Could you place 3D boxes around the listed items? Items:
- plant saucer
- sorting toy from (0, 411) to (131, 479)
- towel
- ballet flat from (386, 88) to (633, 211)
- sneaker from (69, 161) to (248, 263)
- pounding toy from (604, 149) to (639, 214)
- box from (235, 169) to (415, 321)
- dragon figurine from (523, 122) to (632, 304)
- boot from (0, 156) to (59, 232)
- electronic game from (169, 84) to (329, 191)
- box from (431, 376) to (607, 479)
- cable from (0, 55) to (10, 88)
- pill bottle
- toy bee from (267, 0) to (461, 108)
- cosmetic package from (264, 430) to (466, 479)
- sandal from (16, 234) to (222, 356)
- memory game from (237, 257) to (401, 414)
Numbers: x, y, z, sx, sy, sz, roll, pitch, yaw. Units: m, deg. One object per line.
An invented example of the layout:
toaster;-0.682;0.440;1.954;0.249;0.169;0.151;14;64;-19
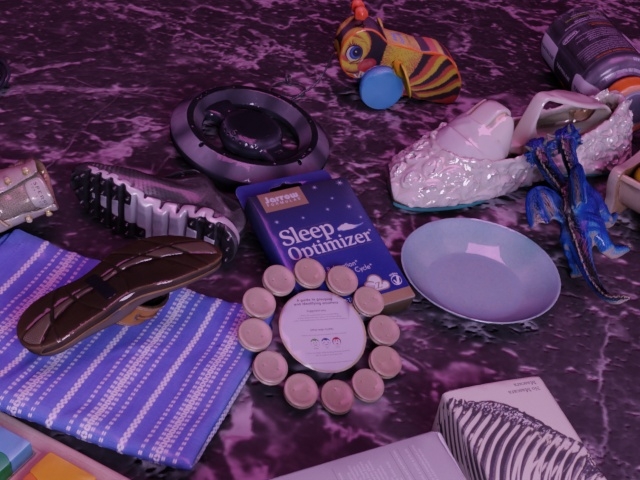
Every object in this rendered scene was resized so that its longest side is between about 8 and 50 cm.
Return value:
plant saucer;0.191;0.045;1.061;0.195;0.037;0.195;4;38;-3
sorting toy;-0.286;0.233;0.740;0.208;0.038;0.193;24;41;19
towel;-0.238;0.097;0.900;0.336;0.040;0.243;16;34;10
ballet flat;0.275;-0.148;1.243;0.409;0.147;0.147;-12;43;-23
sneaker;-0.192;-0.049;1.084;0.234;0.078;0.106;21;37;9
pounding toy;0.522;-0.093;1.199;0.155;0.154;0.270;35;46;30
box;0.000;0.000;1.040;0.136;0.036;0.225;-14;58;-25
dragon figurine;0.311;-0.036;1.086;0.144;0.085;0.289;48;33;-21
boot;-0.375;-0.023;0.955;0.165;0.077;0.213;-20;26;-5
electronic game;-0.099;-0.149;1.243;0.229;0.048;0.229;10;42;-9
box;0.197;0.252;0.755;0.113;0.094;0.275;-7;40;-18
cable;-0.558;-0.244;1.292;0.185;0.047;0.150;-9;46;-24
pill bottle;0.464;-0.277;1.438;0.131;0.130;0.245;0;39;-10
toy bee;0.089;-0.288;1.363;0.298;0.162;0.195;-16;46;-28
cosmetic package;0.002;0.253;0.697;0.238;0.127;0.107;-7;41;-21
sandal;-0.200;0.061;0.896;0.219;0.060;0.090;-34;48;-28
memory game;0.000;0.099;0.932;0.186;0.012;0.186;10;55;-15
